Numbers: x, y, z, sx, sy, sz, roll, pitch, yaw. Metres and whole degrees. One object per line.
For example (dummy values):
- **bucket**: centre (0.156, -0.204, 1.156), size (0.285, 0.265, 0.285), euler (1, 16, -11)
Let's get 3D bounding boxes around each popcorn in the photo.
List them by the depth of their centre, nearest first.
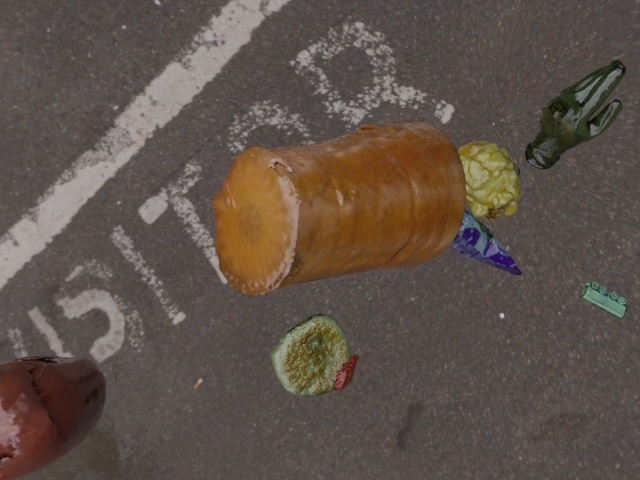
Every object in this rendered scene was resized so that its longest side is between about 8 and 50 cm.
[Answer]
- **popcorn**: centre (0.529, -0.190, 1.671), size (0.215, 0.286, 0.252), euler (-49, 54, 12)

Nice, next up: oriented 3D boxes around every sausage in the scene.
- **sausage**: centre (-0.396, 0.234, 0.731), size (0.152, 0.280, 0.152), euler (1, 81, -6)

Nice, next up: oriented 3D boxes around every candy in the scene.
- **candy**: centre (0.246, -0.018, 0.956), size (0.275, 0.145, 0.070), euler (33, 90, -27)

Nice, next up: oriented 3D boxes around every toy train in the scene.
- **toy train**: centre (0.885, 0.184, 1.625), size (0.147, 0.038, 0.071), euler (29, 73, 5)

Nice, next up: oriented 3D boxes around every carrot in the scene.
- **carrot**: centre (0.015, -0.046, 0.585), size (0.196, 0.254, 0.196), euler (9, 101, 48)

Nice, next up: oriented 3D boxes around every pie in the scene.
- **pie**: centre (-0.026, 0.445, 1.992), size (0.323, 0.070, 0.324), euler (0, 90, -15)

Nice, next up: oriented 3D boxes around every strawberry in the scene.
- **strawberry**: centre (0.094, 0.466, 1.825), size (0.048, 0.104, 0.152), euler (29, 69, 25)

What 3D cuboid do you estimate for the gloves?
- **gloves**: centre (0.531, -0.259, 1.098), size (0.135, 0.107, 0.268), euler (49, 138, 20)
